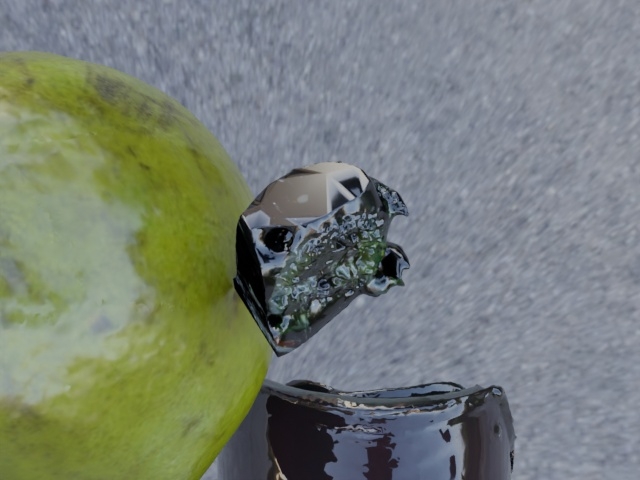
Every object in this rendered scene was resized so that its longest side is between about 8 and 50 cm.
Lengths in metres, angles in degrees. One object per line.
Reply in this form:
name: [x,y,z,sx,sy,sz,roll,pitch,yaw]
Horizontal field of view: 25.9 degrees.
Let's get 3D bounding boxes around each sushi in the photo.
sushi: [0.000,0.000,0.713,0.085,0.083,0.056,-24,49,-15]

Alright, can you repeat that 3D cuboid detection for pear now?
pear: [-0.178,0.025,0.789,0.287,0.375,0.287,-6,72,20]

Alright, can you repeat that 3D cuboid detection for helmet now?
helmet: [0.036,0.202,1.059,0.225,0.305,0.177,-1,76,3]
